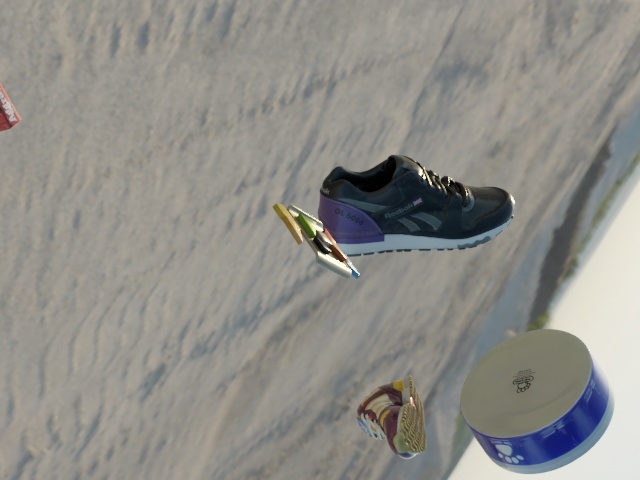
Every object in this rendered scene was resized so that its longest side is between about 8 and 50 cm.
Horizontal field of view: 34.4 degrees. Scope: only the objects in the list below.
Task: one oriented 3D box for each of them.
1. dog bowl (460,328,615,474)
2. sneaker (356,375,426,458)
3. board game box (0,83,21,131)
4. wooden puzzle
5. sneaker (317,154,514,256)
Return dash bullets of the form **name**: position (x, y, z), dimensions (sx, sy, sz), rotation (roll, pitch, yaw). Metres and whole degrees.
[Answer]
- **dog bowl**: position (0.394, 0.291, 1.893), dimensions (0.265, 0.265, 0.104), rotation (-51, 122, -27)
- **sneaker**: position (0.088, 0.240, 1.348), dimensions (0.084, 0.069, 0.185), rotation (-21, -172, 12)
- **board game box**: position (-0.518, -0.181, 1.298), dimensions (0.145, 0.281, 0.027), rotation (67, 32, -23)
- **wooden puzzle**: position (0.000, 0.000, 1.018), dimensions (0.014, 0.078, 0.116), rotation (-39, 154, 14)
- **sneaker**: position (0.138, -0.058, 1.426), dimensions (0.107, 0.283, 0.124), rotation (-114, -160, -55)
